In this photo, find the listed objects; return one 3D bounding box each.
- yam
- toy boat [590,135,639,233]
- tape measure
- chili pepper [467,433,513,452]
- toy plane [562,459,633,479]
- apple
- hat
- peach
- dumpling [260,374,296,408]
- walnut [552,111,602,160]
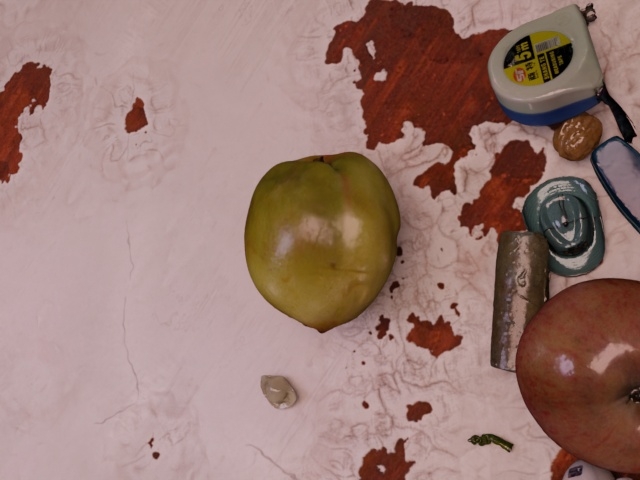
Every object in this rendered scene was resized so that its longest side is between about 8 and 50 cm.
[{"bbox_3d":[0.360,0.115,1.757,0.106,0.106,0.259,4,82,22],"label":"yam"},{"bbox_3d":[0.588,-0.058,1.720,0.096,0.061,0.299,-38,70,11],"label":"toy boat"},{"bbox_3d":[0.426,-0.259,1.747,0.215,0.098,0.351,-19,50,18],"label":"tape measure"},{"bbox_3d":[0.310,0.366,1.776,0.083,0.022,0.027,8,82,18],"label":"chili pepper"},{"bbox_3d":[0.466,0.486,1.633,0.244,0.117,0.245,-35,44,41],"label":"toy plane"},{"bbox_3d":[0.494,0.217,1.572,0.344,0.269,0.345,0,83,-1],"label":"apple"},{"bbox_3d":[0.442,-0.032,1.763,0.138,0.078,0.191,-20,74,15],"label":"hat"},{"bbox_3d":[0.000,-0.007,1.811,0.281,0.314,0.316,5,107,-9],"label":"peach"},{"bbox_3d":[-0.084,0.300,1.935,0.076,0.057,0.052,7,44,-1],"label":"dumpling"},{"bbox_3d":[0.469,-0.190,1.783,0.096,0.082,0.079,-49,28,0],"label":"walnut"}]
